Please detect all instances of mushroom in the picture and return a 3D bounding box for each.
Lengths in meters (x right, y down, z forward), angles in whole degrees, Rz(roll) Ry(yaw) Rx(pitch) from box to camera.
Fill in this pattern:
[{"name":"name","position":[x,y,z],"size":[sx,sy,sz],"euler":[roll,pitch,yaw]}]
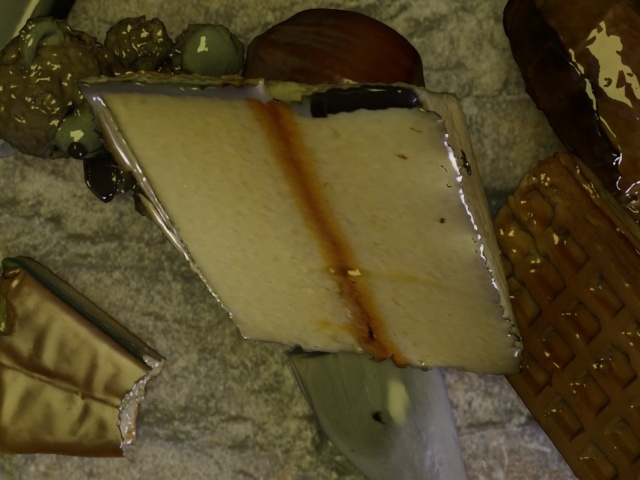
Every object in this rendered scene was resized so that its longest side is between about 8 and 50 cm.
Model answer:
[{"name":"mushroom","position":[0.095,0.250,1.509],"size":[0.159,0.122,0.329],"euler":[-22,90,39]}]

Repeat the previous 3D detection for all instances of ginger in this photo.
[{"name":"ginger","position":[0.312,-0.159,1.452],"size":[0.165,0.172,0.321],"euler":[-20,90,-35]}]

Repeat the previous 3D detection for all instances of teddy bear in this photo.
[{"name":"teddy bear","position":[-0.236,-0.152,1.440],"size":[0.256,0.156,0.267],"euler":[-3,133,-34]}]

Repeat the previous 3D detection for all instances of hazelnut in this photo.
[{"name":"hazelnut","position":[0.020,-0.152,1.442],"size":[0.186,0.210,0.210],"euler":[19,93,42]}]

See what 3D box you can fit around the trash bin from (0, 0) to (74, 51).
[{"name":"trash bin","position":[-0.351,-0.304,1.492],"size":[0.164,0.122,0.241],"euler":[25,94,0]}]

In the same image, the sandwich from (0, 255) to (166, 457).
[{"name":"sandwich","position":[-0.273,0.128,1.509],"size":[0.186,0.108,0.220],"euler":[1,89,2]}]

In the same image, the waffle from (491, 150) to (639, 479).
[{"name":"waffle","position":[0.285,0.092,1.401],"size":[0.328,0.098,0.224],"euler":[55,132,21]}]

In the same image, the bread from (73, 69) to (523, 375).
[{"name":"bread","position":[0.000,0.000,1.302],"size":[0.345,0.242,0.405],"euler":[-7,104,13]}]
